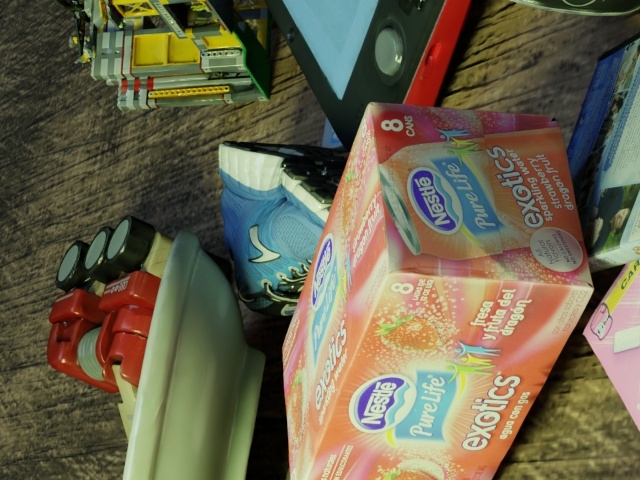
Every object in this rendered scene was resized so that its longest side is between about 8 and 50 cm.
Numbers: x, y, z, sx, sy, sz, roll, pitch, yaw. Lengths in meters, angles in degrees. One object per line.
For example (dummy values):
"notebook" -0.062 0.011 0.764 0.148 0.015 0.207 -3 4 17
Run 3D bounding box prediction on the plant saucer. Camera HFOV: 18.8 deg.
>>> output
"plant saucer" -0.114 0.195 1.716 0.400 0.100 0.400 -171 90 -89

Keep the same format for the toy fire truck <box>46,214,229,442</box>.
"toy fire truck" -0.198 0.128 1.994 0.217 0.158 0.246 -20 48 59

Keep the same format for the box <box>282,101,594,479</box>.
"box" 0.072 0.057 1.371 0.300 0.142 0.154 110 161 -50

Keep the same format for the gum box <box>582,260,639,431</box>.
"gum box" 0.250 0.023 1.204 0.188 0.062 0.107 -61 28 26

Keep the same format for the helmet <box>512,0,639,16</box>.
"helmet" 0.187 -0.258 1.400 0.169 0.169 0.161 -123 36 -58

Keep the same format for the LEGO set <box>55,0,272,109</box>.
"LEGO set" -0.170 -0.268 1.932 0.331 0.192 0.255 37 -129 -74

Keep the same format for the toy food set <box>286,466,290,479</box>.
"toy food set" -0.041 0.294 1.669 0.132 0.038 0.192 13 88 65

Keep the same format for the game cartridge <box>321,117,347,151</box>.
"game cartridge" 0.027 -0.111 1.792 0.083 0.017 0.056 -17 65 61

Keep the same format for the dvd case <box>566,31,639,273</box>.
"dvd case" 0.211 -0.066 1.285 0.253 0.022 0.180 151 141 -76

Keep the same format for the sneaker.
"sneaker" 0.000 0.000 1.692 0.330 0.129 0.147 -157 69 -68

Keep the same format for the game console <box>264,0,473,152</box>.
"game console" 0.030 -0.299 1.679 0.342 0.060 0.386 107 147 -43
